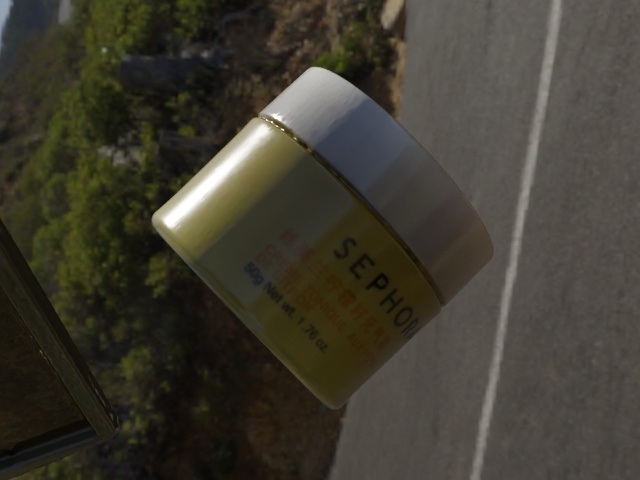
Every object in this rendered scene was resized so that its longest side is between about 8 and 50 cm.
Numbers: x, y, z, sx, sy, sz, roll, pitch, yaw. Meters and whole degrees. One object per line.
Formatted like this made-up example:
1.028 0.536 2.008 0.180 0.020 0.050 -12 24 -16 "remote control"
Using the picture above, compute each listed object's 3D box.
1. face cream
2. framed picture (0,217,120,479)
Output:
0.000 0.000 0.796 0.179 0.218 0.218 -44 12 -6 "face cream"
-0.248 0.068 0.378 0.211 0.290 0.020 75 173 -46 "framed picture"
